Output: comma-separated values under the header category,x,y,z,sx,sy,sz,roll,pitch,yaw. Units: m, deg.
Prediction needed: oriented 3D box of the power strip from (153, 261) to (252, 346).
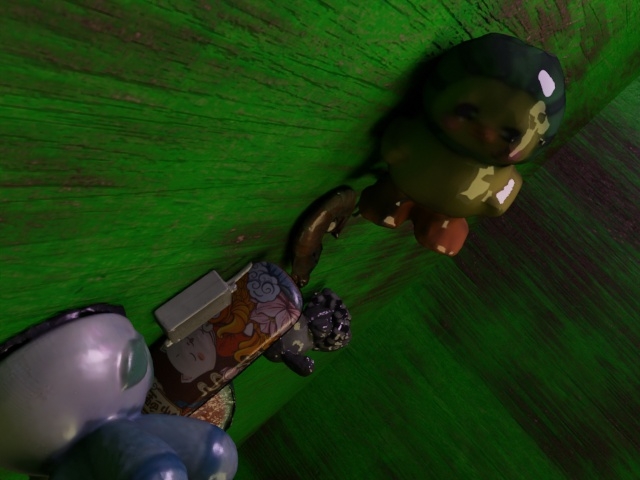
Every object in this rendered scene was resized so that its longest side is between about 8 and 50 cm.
category,x,y,z,sx,sy,sz,roll,pitch,yaw
power strip,-0.170,0.086,0.883,0.175,0.042,0.075,-36,164,-19

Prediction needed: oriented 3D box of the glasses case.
category,x,y,z,sx,sy,sz,roll,pitch,yaw
glasses case,-0.167,0.165,0.956,0.321,0.122,0.082,-41,166,3

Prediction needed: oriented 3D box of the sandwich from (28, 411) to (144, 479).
category,x,y,z,sx,sy,sz,roll,pitch,yaw
sandwich,-0.391,0.378,0.961,0.198,0.155,0.227,-42,164,5

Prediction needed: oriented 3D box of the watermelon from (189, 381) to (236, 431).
category,x,y,z,sx,sy,sz,roll,pitch,yaw
watermelon,-0.286,0.371,1.234,0.226,0.148,0.318,-3,141,-52

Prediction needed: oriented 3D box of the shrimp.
category,x,y,z,sx,sy,sz,roll,pitch,yaw
shrimp,0.002,0.001,1.034,0.144,0.052,0.251,-33,162,-34

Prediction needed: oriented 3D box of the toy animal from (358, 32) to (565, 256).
category,x,y,z,sx,sy,sz,roll,pitch,yaw
toy animal,0.207,-0.148,0.861,0.191,0.216,0.338,-63,-179,-44

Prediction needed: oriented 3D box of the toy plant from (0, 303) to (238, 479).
category,x,y,z,sx,sy,sz,roll,pitch,yaw
toy plant,-0.236,0.265,0.690,0.247,0.332,0.247,-38,164,-14

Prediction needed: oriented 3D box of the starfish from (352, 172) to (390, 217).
category,x,y,z,sx,sy,sz,roll,pitch,yaw
starfish,0.130,-0.090,1.078,0.176,0.053,0.208,-34,155,13

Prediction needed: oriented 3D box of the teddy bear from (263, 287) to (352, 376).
category,x,y,z,sx,sy,sz,roll,pitch,yaw
teddy bear,-0.033,0.212,1.344,0.251,0.171,0.144,-21,136,-36
